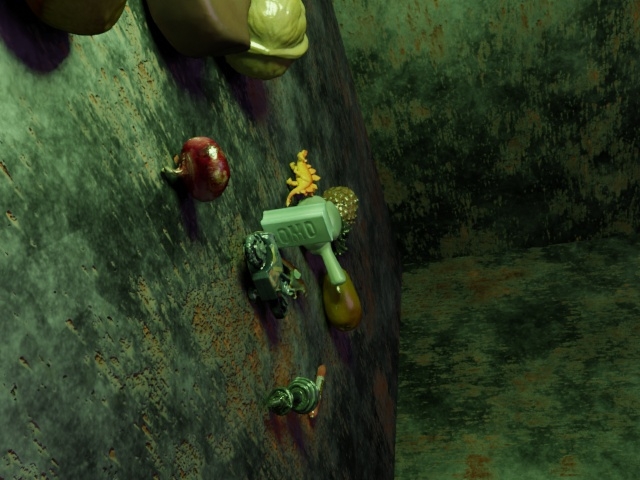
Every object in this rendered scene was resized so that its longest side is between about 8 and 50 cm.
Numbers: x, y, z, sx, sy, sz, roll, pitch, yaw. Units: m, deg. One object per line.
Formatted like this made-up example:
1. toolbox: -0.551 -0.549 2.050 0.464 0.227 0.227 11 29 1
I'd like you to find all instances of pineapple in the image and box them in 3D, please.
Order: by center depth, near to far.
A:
1. pineapple: 0.068 -0.055 2.477 0.169 0.169 0.340 64 21 -47

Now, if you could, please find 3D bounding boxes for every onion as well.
1. onion: -0.286 -0.154 1.402 0.140 0.150 0.149 -17 100 -43

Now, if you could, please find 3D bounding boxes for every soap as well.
1. soap: -0.069 -0.043 1.924 0.066 0.198 0.119 -79 156 -48

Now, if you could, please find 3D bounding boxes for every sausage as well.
1. sausage: -0.010 0.513 2.152 0.253 0.034 0.034 -76 153 -56

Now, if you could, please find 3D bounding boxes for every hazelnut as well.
1. hazelnut: -0.405 -0.433 1.015 0.210 0.210 0.186 32 74 -70

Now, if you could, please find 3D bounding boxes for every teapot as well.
1. teapot: 0.009 -0.011 2.278 0.220 0.149 0.318 -67 144 -60

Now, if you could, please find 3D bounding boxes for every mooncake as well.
1. mooncake: -0.274 -0.598 1.493 0.334 0.174 0.325 -20 99 -66

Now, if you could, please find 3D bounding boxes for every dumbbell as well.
1. dumbbell: -0.088 0.452 1.795 0.254 0.110 0.110 15 67 -66

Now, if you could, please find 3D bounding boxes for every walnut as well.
1. walnut: -0.166 -0.598 1.767 0.285 0.285 0.296 -81 -167 -47

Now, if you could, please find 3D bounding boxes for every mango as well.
1. mango: 0.076 0.227 2.423 0.175 0.139 0.254 -70 142 -83

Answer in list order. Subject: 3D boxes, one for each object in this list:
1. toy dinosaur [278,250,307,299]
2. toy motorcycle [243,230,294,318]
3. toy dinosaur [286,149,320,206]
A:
1. toy dinosaur: -0.086 0.107 2.059 0.142 0.057 0.211 -88 166 -71
2. toy motorcycle: -0.147 0.080 1.764 0.173 0.108 0.307 -89 165 -47
3. toy dinosaur: -0.058 -0.211 2.226 0.117 0.070 0.288 28 46 -24
